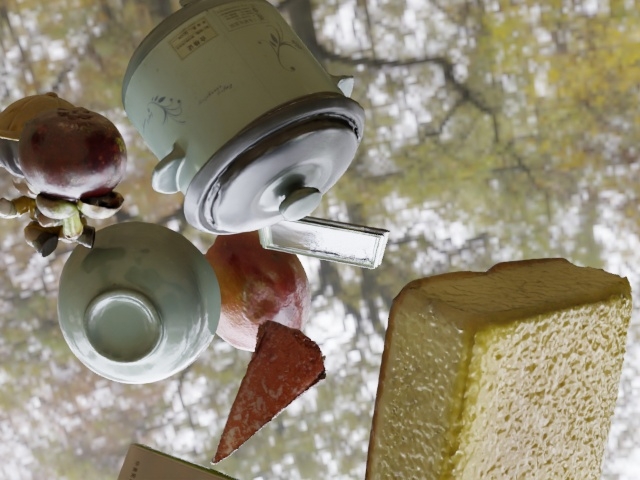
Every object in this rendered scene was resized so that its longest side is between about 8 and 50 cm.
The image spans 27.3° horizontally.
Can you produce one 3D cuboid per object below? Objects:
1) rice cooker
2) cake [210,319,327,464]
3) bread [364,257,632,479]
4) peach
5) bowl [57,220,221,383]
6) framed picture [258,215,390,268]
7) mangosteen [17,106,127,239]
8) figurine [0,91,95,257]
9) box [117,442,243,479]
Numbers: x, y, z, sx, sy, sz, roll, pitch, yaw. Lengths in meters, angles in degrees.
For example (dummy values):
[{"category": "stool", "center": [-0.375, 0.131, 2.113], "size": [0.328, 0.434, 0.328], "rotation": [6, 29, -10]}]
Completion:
[{"category": "rice cooker", "center": [-0.095, -0.153, 1.693], "size": [0.317, 0.264, 0.316], "rotation": [6, -122, -9]}, {"category": "cake", "center": [-0.068, 0.235, 1.903], "size": [0.117, 0.220, 0.086], "rotation": [19, 170, -2]}, {"category": "bread", "center": [0.211, 0.200, 1.556], "size": [0.324, 0.332, 0.143], "rotation": [-7, -159, -42]}, {"category": "peach", "center": [-0.117, 0.088, 2.396], "size": [0.199, 0.243, 0.243], "rotation": [-40, -145, -28]}, {"category": "bowl", "center": [-0.318, 0.124, 2.212], "size": [0.289, 0.289, 0.146], "rotation": [-8, -164, 7]}, {"category": "framed picture", "center": [0.000, 0.000, 1.970], "size": [0.197, 0.014, 0.252], "rotation": [10, 168, 2]}, {"category": "mangosteen", "center": [-0.347, -0.092, 1.796], "size": [0.156, 0.181, 0.146], "rotation": [31, -170, 41]}, {"category": "figurine", "center": [-0.444, -0.112, 2.141], "size": [0.192, 0.256, 0.167], "rotation": [4, -150, 7]}, {"category": "box", "center": [-0.206, 0.414, 1.715], "size": [0.175, 0.260, 0.062], "rotation": [18, 172, 11]}]
